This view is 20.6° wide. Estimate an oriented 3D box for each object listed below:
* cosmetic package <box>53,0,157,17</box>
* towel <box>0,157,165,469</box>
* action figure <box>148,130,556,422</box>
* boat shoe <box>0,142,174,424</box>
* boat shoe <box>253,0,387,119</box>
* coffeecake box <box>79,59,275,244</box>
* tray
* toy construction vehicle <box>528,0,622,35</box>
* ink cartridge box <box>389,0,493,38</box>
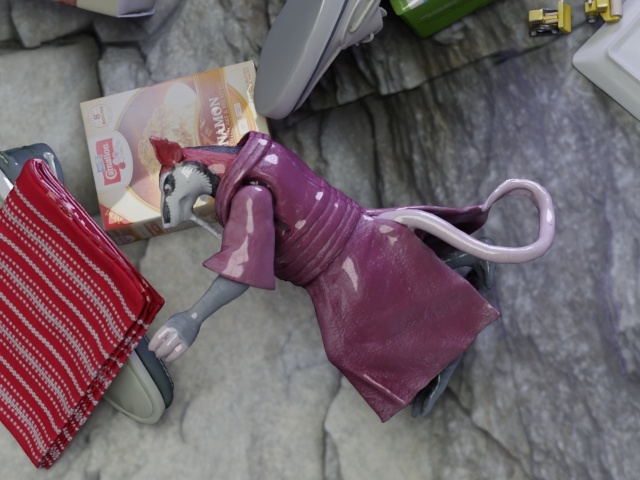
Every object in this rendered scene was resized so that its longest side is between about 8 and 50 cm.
[{"bbox_3d":[-0.314,-0.340,1.839,0.296,0.129,0.153,14,103,10],"label":"cosmetic package"},{"bbox_3d":[-0.274,0.075,1.709,0.199,0.031,0.275,47,127,15],"label":"towel"},{"bbox_3d":[0.000,0.000,1.631,0.370,0.248,0.276,36,120,-18],"label":"action figure"},{"bbox_3d":[-0.232,0.036,1.762,0.099,0.116,0.319,-32,80,-35],"label":"boat shoe"},{"bbox_3d":[0.023,-0.234,1.743,0.088,0.096,0.267,21,97,-28],"label":"boat shoe"},{"bbox_3d":[-0.140,-0.089,1.807,0.185,0.068,0.142,-14,75,3],"label":"coffeecake box"},{"bbox_3d":[0.400,-0.152,1.782,0.270,0.030,0.145,42,84,15],"label":"tray"},{"bbox_3d":[0.262,-0.258,1.816,0.098,0.035,0.086,-1,71,18],"label":"toy construction vehicle"},{"bbox_3d":[0.165,-0.355,1.804,0.255,0.097,0.188,-28,74,12],"label":"ink cartridge box"}]
